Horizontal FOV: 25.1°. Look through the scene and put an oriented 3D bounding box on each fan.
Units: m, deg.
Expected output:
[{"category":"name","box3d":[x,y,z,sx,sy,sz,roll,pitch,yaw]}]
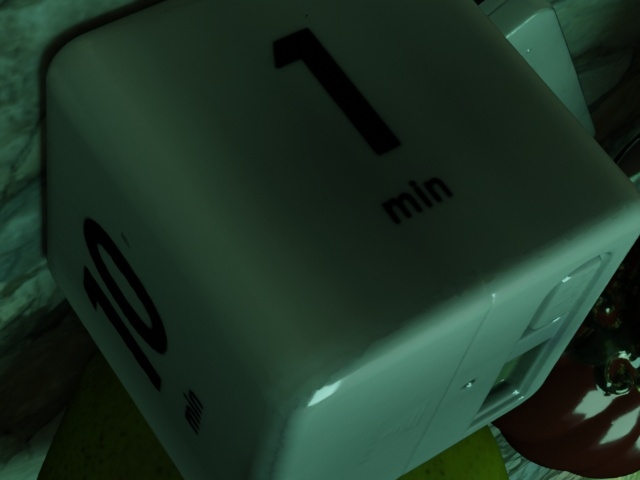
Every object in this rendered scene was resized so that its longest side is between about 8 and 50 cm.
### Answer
[{"category":"fan","box3d":[0.281,-0.071,1.224,0.085,0.005,0.133,-38,158,2]}]

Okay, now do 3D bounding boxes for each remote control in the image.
[{"category":"remote control","box3d":[0.116,-0.080,0.906,0.103,0.034,0.250,-39,159,5]}]

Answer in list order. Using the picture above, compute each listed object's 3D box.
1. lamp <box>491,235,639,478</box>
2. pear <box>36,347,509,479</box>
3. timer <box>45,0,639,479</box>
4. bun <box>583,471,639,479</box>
[{"category":"lamp","box3d":[0.206,0.072,1.122,0.227,0.227,0.227,-31,158,-14]},{"category":"pear","box3d":[-0.031,0.176,0.837,0.294,0.294,0.294,-31,158,-14]},{"category":"timer","box3d":[0.000,0.000,0.672,0.194,0.195,0.192,-28,157,-24]},{"category":"bun","box3d":[0.397,0.202,1.779,0.244,0.153,0.243,-16,139,-14]}]
